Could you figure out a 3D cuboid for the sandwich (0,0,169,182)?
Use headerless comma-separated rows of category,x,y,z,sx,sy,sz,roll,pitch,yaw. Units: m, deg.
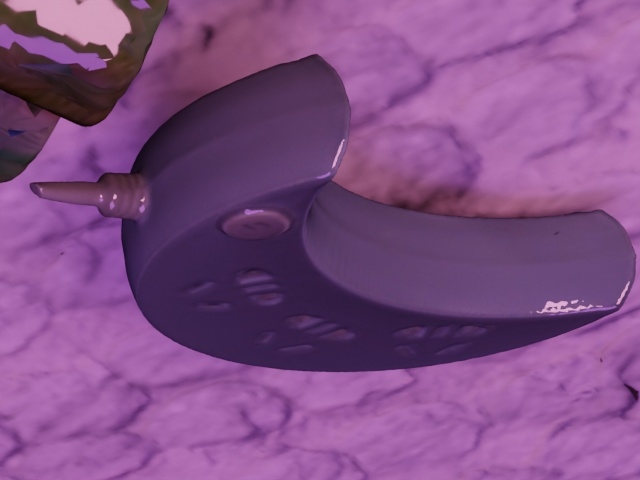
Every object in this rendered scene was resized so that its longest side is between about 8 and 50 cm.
sandwich,-0.051,-0.103,0.410,0.301,0.162,0.250,-13,141,17

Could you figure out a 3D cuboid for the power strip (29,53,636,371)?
power strip,0.000,0.000,0.567,0.137,0.044,0.216,-23,152,35
